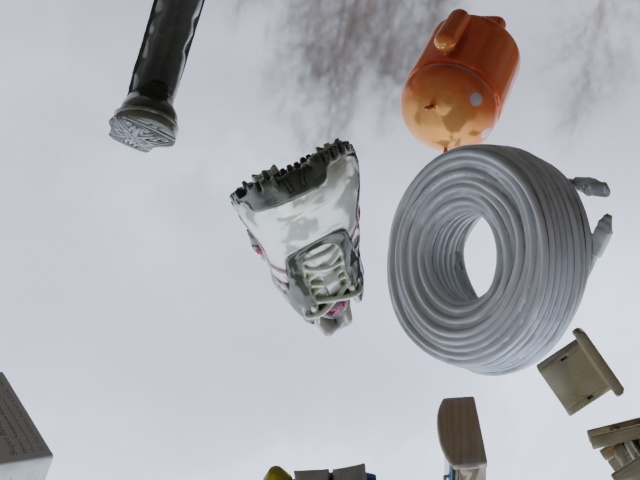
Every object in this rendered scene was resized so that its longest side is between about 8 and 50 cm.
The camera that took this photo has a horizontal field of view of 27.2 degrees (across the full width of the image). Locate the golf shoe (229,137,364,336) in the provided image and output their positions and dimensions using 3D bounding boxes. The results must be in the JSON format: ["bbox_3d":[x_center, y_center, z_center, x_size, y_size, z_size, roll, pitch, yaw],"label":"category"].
[{"bbox_3d":[0.000,0.000,1.065,0.105,0.120,0.273,-25,169,-3],"label":"golf shoe"}]

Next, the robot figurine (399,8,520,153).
[{"bbox_3d":[0.175,-0.193,1.643,0.128,0.158,0.219,32,-132,-4],"label":"robot figurine"}]

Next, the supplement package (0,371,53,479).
[{"bbox_3d":[-0.525,0.299,1.685,0.293,0.175,0.177,-3,-142,-40],"label":"supplement package"}]

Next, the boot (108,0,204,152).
[{"bbox_3d":[-0.165,-0.206,1.436,0.076,0.208,0.190,27,172,-20],"label":"boot"}]

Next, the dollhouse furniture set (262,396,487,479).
[{"bbox_3d":[0.070,0.368,1.761,0.304,0.198,0.286,-5,-149,1],"label":"dollhouse furniture set"}]

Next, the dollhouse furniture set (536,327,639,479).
[{"bbox_3d":[0.256,0.127,1.067,0.161,0.101,0.182,56,-173,3],"label":"dollhouse furniture set"}]

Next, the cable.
[{"bbox_3d":[0.181,0.022,1.457,0.089,0.257,0.257,5,-164,-41],"label":"cable"}]
